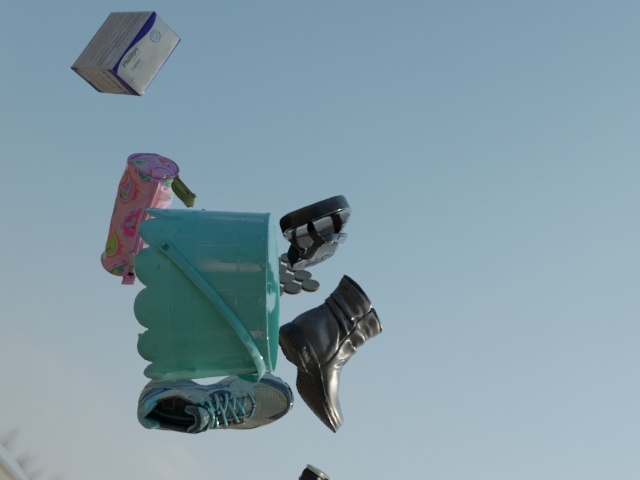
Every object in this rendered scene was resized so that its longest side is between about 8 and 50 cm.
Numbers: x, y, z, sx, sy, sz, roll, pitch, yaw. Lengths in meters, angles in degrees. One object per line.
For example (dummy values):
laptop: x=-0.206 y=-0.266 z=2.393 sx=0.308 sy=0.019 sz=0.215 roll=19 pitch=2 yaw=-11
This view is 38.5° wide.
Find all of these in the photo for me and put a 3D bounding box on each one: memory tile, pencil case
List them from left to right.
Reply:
pencil case: x=-0.391 y=-0.048 z=1.978 sx=0.124 sy=0.124 sz=0.284 roll=31 pitch=-64 yaw=20
memory tile: x=-0.076 y=0.068 z=1.802 sx=0.148 sy=0.113 sz=0.012 roll=-130 pitch=-142 yaw=-52

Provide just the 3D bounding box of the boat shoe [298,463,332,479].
boat shoe: x=-0.011 y=0.451 z=1.732 sx=0.049 sy=0.042 sz=0.133 roll=29 pitch=-9 yaw=19

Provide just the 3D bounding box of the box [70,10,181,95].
box: x=-0.321 y=-0.308 z=1.509 sx=0.137 sy=0.126 sz=0.072 roll=14 pitch=-23 yaw=46

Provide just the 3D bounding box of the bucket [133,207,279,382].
bucket: x=-0.159 y=0.080 z=1.361 sx=0.183 sy=0.281 sz=0.281 roll=-1 pitch=-37 yaw=2

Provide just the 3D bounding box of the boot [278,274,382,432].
boot: x=0.050 y=0.254 z=2.000 sx=0.118 sy=0.222 sz=0.338 roll=35 pitch=-29 yaw=43

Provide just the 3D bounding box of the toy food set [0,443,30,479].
toy food set: x=-0.552 y=0.359 z=1.461 sx=0.306 sy=0.092 sz=0.220 roll=26 pitch=-30 yaw=47

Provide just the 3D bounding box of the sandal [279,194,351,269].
sandal: x=0.001 y=0.000 z=1.257 sx=0.254 sy=0.097 sz=0.054 roll=85 pitch=-17 yaw=-74

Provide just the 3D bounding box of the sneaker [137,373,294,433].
sneaker: x=-0.188 y=0.303 z=1.619 sx=0.122 sy=0.283 sz=0.110 roll=-80 pitch=165 yaw=-80

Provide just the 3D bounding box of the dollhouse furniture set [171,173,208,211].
dollhouse furniture set: x=-0.255 y=-0.051 z=1.786 sx=0.152 sy=0.058 sz=0.076 roll=49 pitch=-16 yaw=2
